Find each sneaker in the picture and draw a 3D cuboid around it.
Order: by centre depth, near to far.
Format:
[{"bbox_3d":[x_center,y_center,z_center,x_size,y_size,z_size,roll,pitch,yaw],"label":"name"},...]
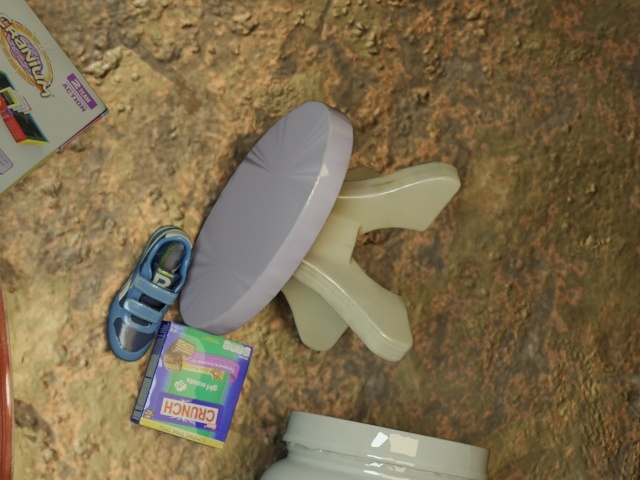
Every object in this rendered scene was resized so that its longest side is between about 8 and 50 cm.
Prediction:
[{"bbox_3d":[-0.167,0.050,1.793,0.053,0.059,0.144,24,82,-16],"label":"sneaker"}]

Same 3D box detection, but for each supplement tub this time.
[{"bbox_3d":[0.036,0.340,1.749,0.235,0.235,0.325,13,84,-16],"label":"supplement tub"}]

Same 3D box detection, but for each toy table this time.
[{"bbox_3d":[0.000,0.000,1.767,0.160,0.274,0.252,21,48,-25],"label":"toy table"}]

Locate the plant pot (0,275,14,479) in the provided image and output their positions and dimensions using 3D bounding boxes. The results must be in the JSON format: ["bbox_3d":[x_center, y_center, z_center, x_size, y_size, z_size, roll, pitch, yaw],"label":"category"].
[{"bbox_3d":[-0.421,0.137,1.597,0.265,0.272,0.273,-2,88,-19],"label":"plant pot"}]

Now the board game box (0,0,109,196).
[{"bbox_3d":[-0.350,-0.141,1.641,0.242,0.064,0.316,53,32,-8],"label":"board game box"}]

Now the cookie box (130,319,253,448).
[{"bbox_3d":[-0.127,0.143,1.810,0.091,0.040,0.107,19,83,-16],"label":"cookie box"}]
